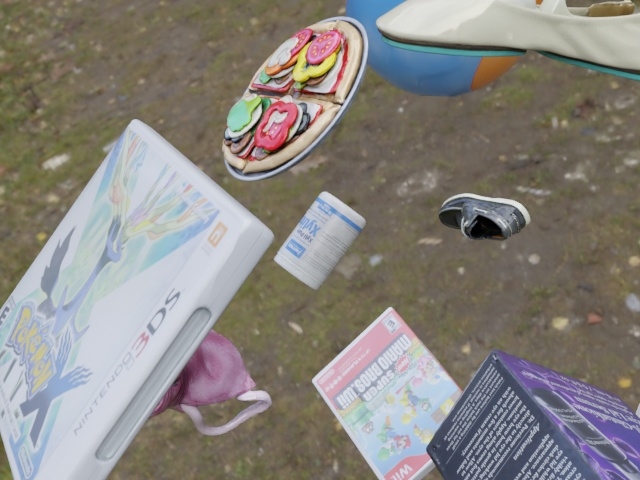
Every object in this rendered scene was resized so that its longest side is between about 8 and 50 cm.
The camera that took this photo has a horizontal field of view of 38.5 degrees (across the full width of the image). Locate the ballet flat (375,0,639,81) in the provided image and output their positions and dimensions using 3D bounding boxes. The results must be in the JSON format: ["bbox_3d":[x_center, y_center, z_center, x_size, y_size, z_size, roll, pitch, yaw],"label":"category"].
[{"bbox_3d":[0.162,-0.174,0.693,0.249,0.086,0.086,3,32,-20],"label":"ballet flat"}]

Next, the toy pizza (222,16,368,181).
[{"bbox_3d":[-0.034,-0.150,0.928,0.201,0.032,0.201,-31,40,30],"label":"toy pizza"}]

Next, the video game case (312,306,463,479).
[{"bbox_3d":[0.127,0.276,1.596,0.204,0.025,0.285,-44,49,5],"label":"video game case"}]

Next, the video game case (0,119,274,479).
[{"bbox_3d":[-0.200,0.055,0.837,0.300,0.036,0.329,-55,33,2],"label":"video game case"}]

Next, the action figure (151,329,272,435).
[{"bbox_3d":[-0.264,0.233,1.437,0.248,0.275,0.370,-36,-4,5],"label":"action figure"}]

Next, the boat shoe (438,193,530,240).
[{"bbox_3d":[0.316,-0.042,1.870,0.079,0.084,0.233,-45,27,-22],"label":"boat shoe"}]

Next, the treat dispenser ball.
[{"bbox_3d":[0.180,-0.355,1.348,0.288,0.288,0.288,-16,38,13],"label":"treat dispenser ball"}]

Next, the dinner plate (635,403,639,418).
[{"bbox_3d":[0.485,0.259,1.240,0.141,0.017,0.141,-11,75,49],"label":"dinner plate"}]

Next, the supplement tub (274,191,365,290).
[{"bbox_3d":[0.000,0.000,1.134,0.107,0.071,0.071,-54,41,0],"label":"supplement tub"}]

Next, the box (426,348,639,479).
[{"bbox_3d":[0.199,0.195,0.679,0.108,0.153,0.207,-60,30,15],"label":"box"}]
